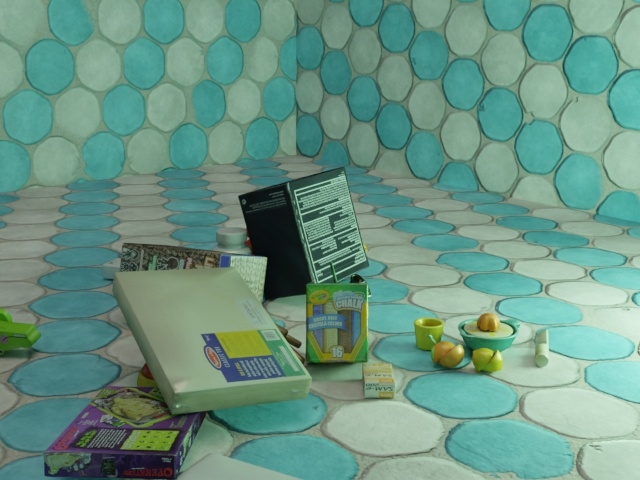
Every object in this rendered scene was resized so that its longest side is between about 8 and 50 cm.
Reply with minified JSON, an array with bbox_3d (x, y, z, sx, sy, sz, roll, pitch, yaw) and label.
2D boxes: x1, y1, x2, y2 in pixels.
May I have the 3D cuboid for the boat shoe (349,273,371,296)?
[{"bbox_3d":[0.108,0.123,2.382,0.046,0.038,0.125,-2,15,-10],"label":"boat shoe"}]

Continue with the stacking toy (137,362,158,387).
[{"bbox_3d":[-0.218,0.212,1.852,0.280,0.130,0.309,3,15,10],"label":"stacking toy"}]

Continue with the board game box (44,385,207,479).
[{"bbox_3d":[-0.318,0.323,1.515,0.208,0.056,0.347,5,8,1],"label":"board game box"}]

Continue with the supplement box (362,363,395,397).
[{"bbox_3d":[0.117,0.283,1.778,0.062,0.036,0.098,0,15,-1],"label":"supplement box"}]

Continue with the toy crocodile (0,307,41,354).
[{"bbox_3d":[-0.793,0.208,1.931,0.341,0.105,0.115,4,14,-4],"label":"toy crocodile"}]

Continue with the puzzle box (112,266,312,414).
[{"bbox_3d":[-0.223,0.180,1.713,0.272,0.052,0.409,-1,30,-29],"label":"puzzle box"}]

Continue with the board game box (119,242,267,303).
[{"bbox_3d":[-0.313,0.093,2.168,0.291,0.141,0.232,6,0,17],"label":"board game box"}]

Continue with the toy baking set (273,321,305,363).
[{"bbox_3d":[-0.150,0.194,1.862,0.256,0.030,0.197,31,16,12],"label":"toy baking set"}]

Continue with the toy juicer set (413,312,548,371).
[{"bbox_3d":[0.383,0.216,1.942,0.329,0.089,0.209,-1,15,-7],"label":"toy juicer set"}]

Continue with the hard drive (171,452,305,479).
[{"bbox_3d":[-0.171,0.411,1.272,0.203,0.040,0.307,9,17,28],"label":"hard drive"}]

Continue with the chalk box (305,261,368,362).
[{"bbox_3d":[0.035,0.152,1.875,0.132,0.212,0.132,1,-4,1],"label":"chalk box"}]

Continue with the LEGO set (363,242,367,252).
[{"bbox_3d":[0.000,0.000,2.711,0.287,0.107,0.132,3,15,10],"label":"LEGO set"}]

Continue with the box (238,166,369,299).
[{"bbox_3d":[-0.041,-0.021,2.375,0.183,0.293,0.296,-12,5,34],"label":"box"}]

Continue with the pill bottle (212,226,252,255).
[{"bbox_3d":[-0.235,0.060,2.328,0.108,0.180,0.108,0,15,0],"label":"pill bottle"}]

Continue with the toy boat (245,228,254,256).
[{"bbox_3d":[-0.186,0.015,2.558,0.151,0.151,0.231,7,16,20],"label":"toy boat"}]

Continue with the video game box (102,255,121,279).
[{"bbox_3d":[-0.490,0.076,2.522,0.205,0.048,0.187,6,17,18],"label":"video game box"}]
